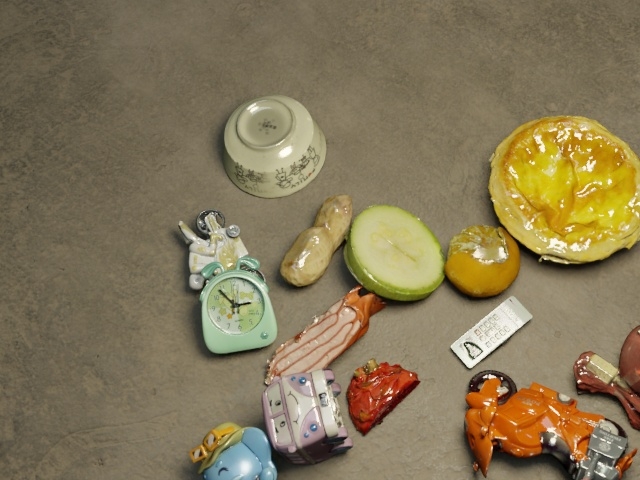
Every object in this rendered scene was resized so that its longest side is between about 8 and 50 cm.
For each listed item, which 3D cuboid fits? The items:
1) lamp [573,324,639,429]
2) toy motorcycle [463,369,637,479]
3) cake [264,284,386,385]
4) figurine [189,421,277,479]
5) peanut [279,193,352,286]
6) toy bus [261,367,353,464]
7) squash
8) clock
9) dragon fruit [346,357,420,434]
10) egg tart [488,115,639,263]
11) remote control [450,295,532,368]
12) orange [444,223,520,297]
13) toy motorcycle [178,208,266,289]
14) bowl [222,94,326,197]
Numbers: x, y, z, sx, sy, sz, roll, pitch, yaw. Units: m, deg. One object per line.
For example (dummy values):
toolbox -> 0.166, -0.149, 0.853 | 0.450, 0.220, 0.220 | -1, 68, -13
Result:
lamp -> 0.608, 0.230, 1.676 | 0.215, 0.151, 0.223 | 38, 77, 24
toy motorcycle -> 0.400, 0.363, 1.648 | 0.326, 0.147, 0.221 | 22, 48, 21
cake -> 0.004, 0.196, 1.783 | 0.287, 0.135, 0.098 | -42, 83, -3
figurine -> -0.127, 0.449, 1.652 | 0.154, 0.180, 0.262 | -30, 57, -29
peanut -> -0.001, -0.001, 1.869 | 0.086, 0.104, 0.228 | 28, 70, 23
toy bus -> -0.025, 0.330, 1.671 | 0.142, 0.202, 0.142 | -14, 65, 3
squash -> 0.154, 0.023, 1.827 | 0.219, 0.041, 0.219 | 11, 54, -15
clock -> -0.167, 0.128, 1.815 | 0.148, 0.060, 0.188 | -7, 93, 0
dragon fruit -> 0.106, 0.283, 1.747 | 0.162, 0.083, 0.106 | -42, 66, -10
egg tart -> 0.500, -0.098, 1.842 | 0.341, 0.132, 0.341 | -3, 65, 6
remote control -> 0.341, 0.184, 1.791 | 0.166, 0.029, 0.065 | -39, 69, -6
orange -> 0.326, 0.037, 1.802 | 0.157, 0.134, 0.156 | 4, 70, -11
toy motorcycle -> -0.221, 0.042, 1.892 | 0.151, 0.074, 0.228 | -32, 76, -14
bowl -> -0.111, -0.224, 1.970 | 0.238, 0.126, 0.237 | -3, 65, 7
